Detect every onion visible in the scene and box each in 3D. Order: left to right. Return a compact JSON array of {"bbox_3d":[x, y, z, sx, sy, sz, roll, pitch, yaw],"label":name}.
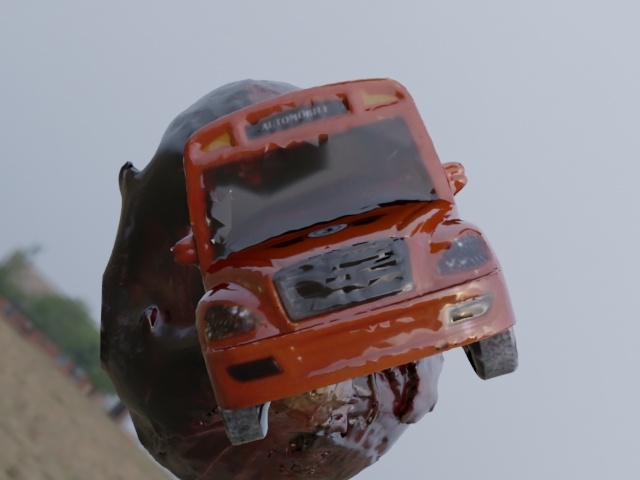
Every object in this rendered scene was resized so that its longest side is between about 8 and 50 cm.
[{"bbox_3d":[-0.031,0.028,1.193,0.221,0.281,0.281,0,-10,-1],"label":"onion"}]

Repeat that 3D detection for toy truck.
[{"bbox_3d":[0.000,0.000,0.716,0.252,0.108,0.114,-134,-151,-86],"label":"toy truck"}]
